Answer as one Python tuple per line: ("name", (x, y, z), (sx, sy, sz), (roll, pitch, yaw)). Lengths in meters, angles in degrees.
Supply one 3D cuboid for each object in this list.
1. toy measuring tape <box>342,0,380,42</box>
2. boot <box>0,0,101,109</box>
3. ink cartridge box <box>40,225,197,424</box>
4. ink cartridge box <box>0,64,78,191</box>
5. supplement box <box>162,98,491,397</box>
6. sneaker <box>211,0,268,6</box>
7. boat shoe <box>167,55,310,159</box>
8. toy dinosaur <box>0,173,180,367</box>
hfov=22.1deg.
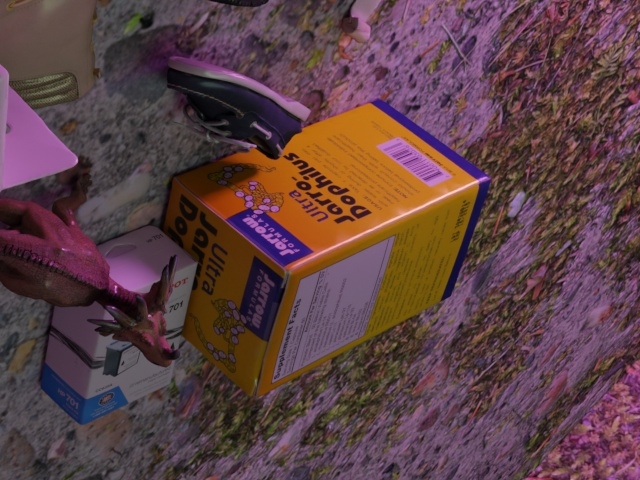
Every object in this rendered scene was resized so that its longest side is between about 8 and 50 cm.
("toy measuring tape", (0.158, -0.344, 1.852), (0.330, 0.121, 0.121), (-54, 152, 6))
("boot", (-0.210, -0.235, 1.459), (0.262, 0.095, 0.203), (-34, 147, -26))
("ink cartridge box", (-0.228, 0.095, 1.841), (0.140, 0.082, 0.190), (-24, 143, -41))
("ink cartridge box", (-0.373, -0.106, 1.220), (0.353, 0.207, 0.119), (-20, 138, -34))
("supplement box", (0.000, 0.000, 1.941), (0.357, 0.195, 0.194), (-24, 142, -42))
("sneaker", (-0.067, -0.305, 1.577), (0.286, 0.109, 0.130), (-41, 143, -58))
("boat shoe", (-0.095, -0.139, 1.751), (0.079, 0.095, 0.254), (-66, 160, 4))
("toy dinosaur", (-0.249, 0.028, 1.602), (0.127, 0.200, 0.296), (-57, 151, 12))
